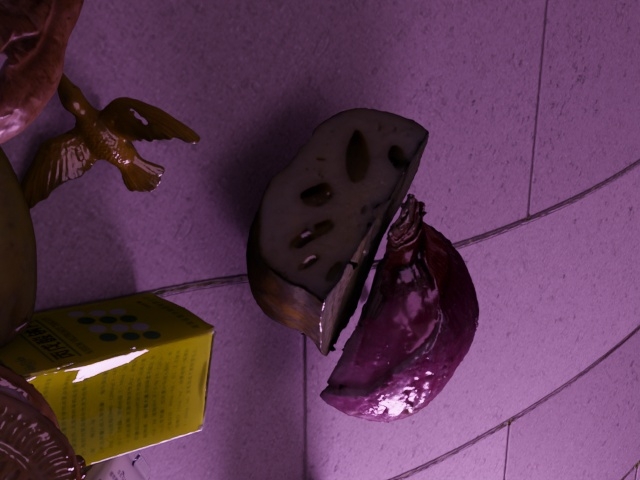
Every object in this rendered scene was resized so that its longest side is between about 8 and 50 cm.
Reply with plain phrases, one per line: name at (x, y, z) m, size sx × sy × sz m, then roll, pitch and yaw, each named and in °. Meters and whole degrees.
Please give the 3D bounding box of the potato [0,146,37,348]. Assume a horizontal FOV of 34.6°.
potato at (-0.375, -0.016, 0.947) m, size 0.269 × 0.112 × 0.255 m, roll -13°, pitch 115°, yaw -43°

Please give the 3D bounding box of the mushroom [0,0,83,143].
mushroom at (-0.323, -0.208, 0.878) m, size 0.278 × 0.146 × 0.278 m, roll 3°, pitch 86°, yaw -36°

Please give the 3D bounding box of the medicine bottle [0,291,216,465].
medicine bottle at (-0.254, 0.151, 1.114) m, size 0.250 × 0.137 × 0.141 m, roll -11°, pitch 119°, yaw -42°

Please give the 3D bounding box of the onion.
onion at (0.129, 0.091, 1.312) m, size 0.348 × 0.159 × 0.267 m, roll 108°, pitch 6°, yaw -58°

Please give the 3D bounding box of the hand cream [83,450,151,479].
hand cream at (-0.310, 0.351, 1.215) m, size 0.276 × 0.059 × 0.095 m, roll -45°, pitch 137°, yaw -27°

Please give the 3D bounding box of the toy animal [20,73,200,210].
toy animal at (-0.233, -0.116, 1.067) m, size 0.219 × 0.155 × 0.095 m, roll -29°, pitch 170°, yaw 18°

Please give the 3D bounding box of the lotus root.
lotus root at (0.005, -0.003, 1.283) m, size 0.267 × 0.149 × 0.260 m, roll -57°, pitch 170°, yaw -26°

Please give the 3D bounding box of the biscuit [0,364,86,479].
biscuit at (-0.347, 0.216, 0.938) m, size 0.259 × 0.079 × 0.259 m, roll -7°, pitch 121°, yaw -12°
